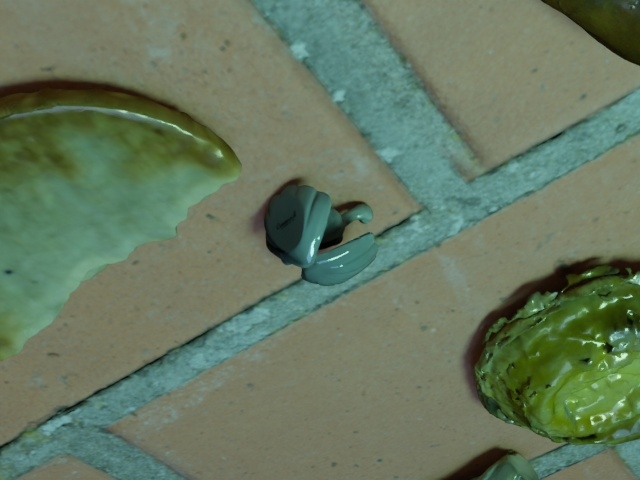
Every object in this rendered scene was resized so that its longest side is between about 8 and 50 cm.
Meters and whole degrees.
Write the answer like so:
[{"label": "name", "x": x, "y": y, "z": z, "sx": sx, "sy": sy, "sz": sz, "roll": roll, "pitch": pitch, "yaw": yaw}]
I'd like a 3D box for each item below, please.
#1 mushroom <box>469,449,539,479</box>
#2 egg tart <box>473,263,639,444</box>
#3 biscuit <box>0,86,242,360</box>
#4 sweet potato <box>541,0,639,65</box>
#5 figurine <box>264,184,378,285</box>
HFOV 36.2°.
[{"label": "mushroom", "x": 0.115, "y": 0.370, "z": 1.242, "sx": 0.351, "sy": 0.095, "sz": 0.122, "roll": -26, "pitch": 117, "yaw": 10}, {"label": "egg tart", "x": 0.300, "y": 0.140, "z": 1.052, "sx": 0.279, "sy": 0.095, "sz": 0.278, "roll": -7, "pitch": 137, "yaw": -7}, {"label": "biscuit", "x": -0.233, "y": -0.024, "z": 0.789, "sx": 0.309, "sy": 0.040, "sz": 0.205, "roll": -36, "pitch": 132, "yaw": 21}, {"label": "sweet potato", "x": 0.271, "y": -0.173, "z": 0.720, "sx": 0.359, "sy": 0.112, "sz": 0.112, "roll": 10, "pitch": 131, "yaw": -19}, {"label": "figurine", "x": 0.000, "y": 0.000, "z": 0.859, "sx": 0.086, "sy": 0.082, "sz": 0.094, "roll": 10, "pitch": 144, "yaw": -46}]
